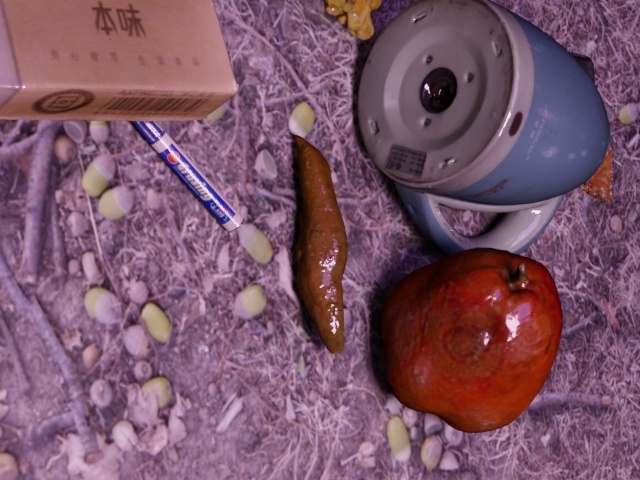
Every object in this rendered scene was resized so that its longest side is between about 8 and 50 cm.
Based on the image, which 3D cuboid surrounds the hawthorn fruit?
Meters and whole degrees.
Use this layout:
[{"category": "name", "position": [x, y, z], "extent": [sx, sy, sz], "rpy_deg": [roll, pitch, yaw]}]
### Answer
[{"category": "hawthorn fruit", "position": [0.195, 0.108, 1.790], "extent": [0.224, 0.261, 0.224], "rpy_deg": [18, 48, -22]}]

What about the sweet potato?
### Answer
[{"category": "sweet potato", "position": [0.000, 0.000, 1.772], "extent": [0.067, 0.067, 0.274], "rpy_deg": [5, 72, -42]}]

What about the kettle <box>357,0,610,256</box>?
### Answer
[{"category": "kettle", "position": [0.230, -0.123, 1.923], "extent": [0.342, 0.247, 0.319], "rpy_deg": [16, 101, -48]}]

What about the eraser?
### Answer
[{"category": "eraser", "position": [-0.252, -0.205, 1.555], "extent": [0.343, 0.078, 0.144], "rpy_deg": [-5, 72, -42]}]

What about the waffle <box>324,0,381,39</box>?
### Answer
[{"category": "waffle", "position": [0.049, -0.413, 1.839], "extent": [0.281, 0.058, 0.301], "rpy_deg": [29, 69, -70]}]

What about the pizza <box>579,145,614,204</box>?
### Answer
[{"category": "pizza", "position": [0.388, -0.103, 2.177], "extent": [0.099, 0.029, 0.100], "rpy_deg": [5, 75, -34]}]

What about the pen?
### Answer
[{"category": "pen", "position": [-0.157, -0.086, 1.668], "extent": [0.204, 0.025, 0.025], "rpy_deg": [49, 53, -24]}]
